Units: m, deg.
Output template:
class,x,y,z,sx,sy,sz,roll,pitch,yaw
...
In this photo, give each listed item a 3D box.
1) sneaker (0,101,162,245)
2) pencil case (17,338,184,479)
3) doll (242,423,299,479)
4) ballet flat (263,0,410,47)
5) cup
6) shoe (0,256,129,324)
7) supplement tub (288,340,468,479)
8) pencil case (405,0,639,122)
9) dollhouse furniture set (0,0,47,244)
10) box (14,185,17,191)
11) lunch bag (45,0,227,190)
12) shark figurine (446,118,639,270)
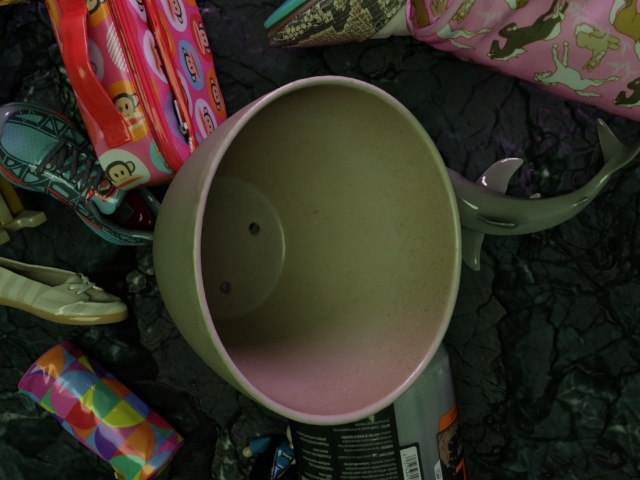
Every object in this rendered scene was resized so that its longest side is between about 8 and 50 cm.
class,x,y,z,sx,sy,sz,roll,pitch,yaw
sneaker,-0.279,-0.080,0.958,0.125,0.262,0.104,12,70,45
pencil case,-0.298,0.242,1.079,0.236,0.104,0.104,43,102,3
doll,-0.058,0.328,1.077,0.129,0.046,0.189,26,95,14
ballet flat,0.152,-0.358,0.903,0.182,0.164,0.483,41,100,-14
cup,-0.047,0.008,0.845,0.236,0.331,0.331,1,101,52
shoe,-0.364,0.068,1.075,0.218,0.076,0.058,11,105,9
supplement tub,0.077,0.293,0.969,0.207,0.207,0.338,-8,97,10
pencil case,0.279,-0.230,0.823,0.385,0.160,0.167,13,104,-17
dollhouse furniture set,-0.422,-0.208,0.993,0.201,0.152,0.374,-33,120,-29
box,-0.507,-0.033,1.086,0.126,0.072,0.137,23,101,6
lunch bag,-0.217,-0.207,0.919,0.120,0.258,0.293,-16,97,15
shark figurine,0.248,-0.045,0.944,0.278,0.116,0.166,-8,98,12
